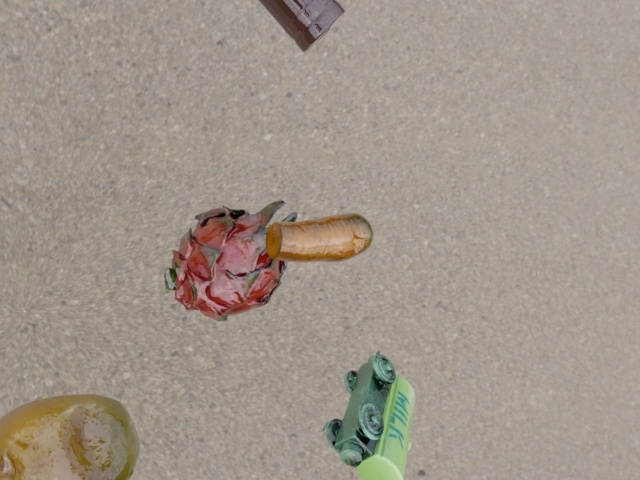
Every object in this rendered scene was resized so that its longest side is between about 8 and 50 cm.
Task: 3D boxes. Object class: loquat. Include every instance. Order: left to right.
[{"bbox_3d":[-0.535,0.449,1.124,0.284,0.276,0.276,-18,92,-58],"label":"loquat"}]

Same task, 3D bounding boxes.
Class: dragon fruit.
[{"bbox_3d":[-0.155,0.034,0.989,0.274,0.192,0.193,-29,112,-10],"label":"dragon fruit"}]

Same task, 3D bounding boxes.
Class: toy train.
[{"bbox_3d":[0.105,0.316,0.955,0.157,0.105,0.253,48,27,-9],"label":"toy train"}]

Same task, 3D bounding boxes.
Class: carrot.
[{"bbox_3d":[0.000,0.000,0.924,0.193,0.087,0.087,-10,88,-31],"label":"carrot"}]

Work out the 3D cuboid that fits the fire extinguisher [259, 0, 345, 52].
[{"bbox_3d":[-0.098,-0.523,1.007,0.337,0.114,0.135,46,52,-14],"label":"fire extinguisher"}]
